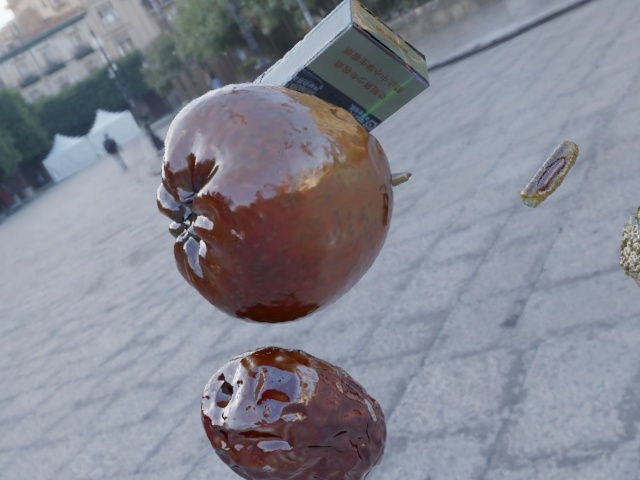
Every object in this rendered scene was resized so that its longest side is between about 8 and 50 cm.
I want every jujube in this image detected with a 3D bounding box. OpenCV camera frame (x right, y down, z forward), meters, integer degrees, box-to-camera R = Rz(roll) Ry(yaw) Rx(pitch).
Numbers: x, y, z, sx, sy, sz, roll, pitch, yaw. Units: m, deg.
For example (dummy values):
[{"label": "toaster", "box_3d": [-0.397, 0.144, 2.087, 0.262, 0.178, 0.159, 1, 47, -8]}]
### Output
[{"label": "jujube", "box_3d": [-0.026, 0.219, 0.986, 0.174, 0.250, 0.174, -27, 45, 30]}]

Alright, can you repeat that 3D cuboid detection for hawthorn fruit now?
[{"label": "hawthorn fruit", "box_3d": [-0.030, -0.047, 0.958, 0.298, 0.277, 0.277, -14, 8, -20]}]

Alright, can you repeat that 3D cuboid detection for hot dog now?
[{"label": "hot dog", "box_3d": [0.561, -0.163, 2.000, 0.216, 0.066, 0.047, -46, -7, -21]}]

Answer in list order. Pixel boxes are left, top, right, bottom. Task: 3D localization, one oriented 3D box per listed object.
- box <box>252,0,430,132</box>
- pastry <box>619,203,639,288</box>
[{"label": "box", "box_3d": [0.016, -0.260, 1.466, 0.310, 0.198, 0.084, -35, 42, 33]}, {"label": "pastry", "box_3d": [0.638, -0.044, 1.436, 0.311, 0.162, 0.255, -49, -6, -14]}]
